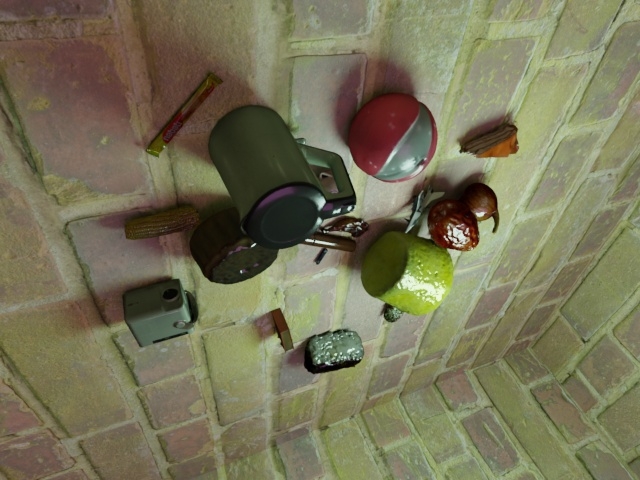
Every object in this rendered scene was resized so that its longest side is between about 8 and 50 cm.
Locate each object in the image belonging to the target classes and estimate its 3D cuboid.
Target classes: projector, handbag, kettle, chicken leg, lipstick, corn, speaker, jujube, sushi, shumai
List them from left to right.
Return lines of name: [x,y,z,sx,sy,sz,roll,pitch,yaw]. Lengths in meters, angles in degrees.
corn: [-0.495,-0.055,1.434,0.230,0.080,0.080,-13,138,-17]
projector: [-0.569,0.257,1.651,0.242,0.164,0.177,-14,139,-13]
handbag: [-0.171,0.413,2.082,0.062,0.127,0.190,-21,141,-12]
kettle: [-0.099,-0.184,1.301,0.360,0.377,0.250,-10,136,-22]
lipstick: [0.000,0.000,1.809,0.356,0.057,0.057,10,127,-38]
sushi: [0.076,0.576,2.381,0.343,0.197,0.182,-6,154,-19]
chicken leg: [0.108,-0.050,1.827,0.219,0.048,0.090,3,127,-34]
shumai: [0.374,0.369,2.408,0.123,0.099,0.087,-42,123,11]
speaker: [0.234,-0.337,1.505,0.294,0.294,0.294,-17,139,-15]
jujube: [0.554,-0.056,1.881,0.197,0.197,0.290,-42,134,14]

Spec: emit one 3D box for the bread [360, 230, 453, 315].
bread: [0.358,0.138,1.961,0.307,0.348,0.348,14,124,-33]

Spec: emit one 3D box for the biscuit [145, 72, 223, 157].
biscuit: [-0.376,-0.339,1.247,0.292,0.026,0.048,-43,158,16]

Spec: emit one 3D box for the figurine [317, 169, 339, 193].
figurine: [0.032,-0.182,1.585,0.137,0.125,0.125,20,121,-25]

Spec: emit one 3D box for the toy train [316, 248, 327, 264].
toy train: [0.002,0.067,1.911,0.017,0.017,0.083,11,125,-36]

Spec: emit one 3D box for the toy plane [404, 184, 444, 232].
toy plane: [0.406,-0.135,1.894,0.234,0.082,0.160,-46,148,0]

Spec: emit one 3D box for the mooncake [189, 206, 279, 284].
mooncake: [-0.282,0.028,1.549,0.290,0.161,0.290,-25,153,-14]

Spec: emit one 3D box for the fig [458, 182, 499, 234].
fig: [0.697,-0.144,1.957,0.175,0.207,0.175,-46,157,-27]

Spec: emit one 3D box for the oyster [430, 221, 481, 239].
oyster: [0.632,-0.052,2.123,0.259,0.092,0.198,-33,142,-11]

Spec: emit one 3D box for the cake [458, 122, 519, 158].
cake: [0.667,-0.381,1.789,0.287,0.098,0.135,-16,140,-24]
